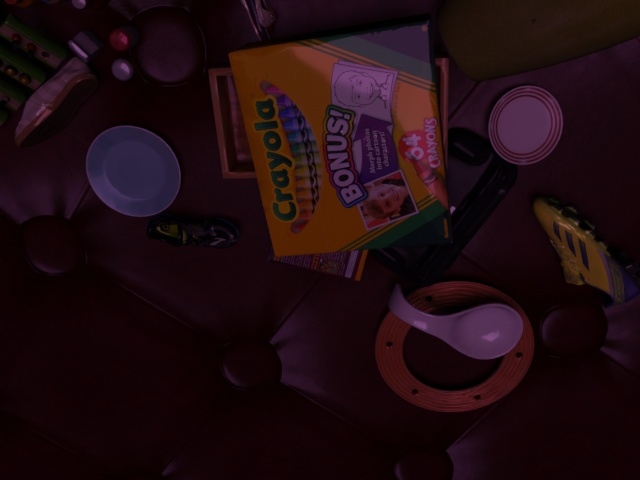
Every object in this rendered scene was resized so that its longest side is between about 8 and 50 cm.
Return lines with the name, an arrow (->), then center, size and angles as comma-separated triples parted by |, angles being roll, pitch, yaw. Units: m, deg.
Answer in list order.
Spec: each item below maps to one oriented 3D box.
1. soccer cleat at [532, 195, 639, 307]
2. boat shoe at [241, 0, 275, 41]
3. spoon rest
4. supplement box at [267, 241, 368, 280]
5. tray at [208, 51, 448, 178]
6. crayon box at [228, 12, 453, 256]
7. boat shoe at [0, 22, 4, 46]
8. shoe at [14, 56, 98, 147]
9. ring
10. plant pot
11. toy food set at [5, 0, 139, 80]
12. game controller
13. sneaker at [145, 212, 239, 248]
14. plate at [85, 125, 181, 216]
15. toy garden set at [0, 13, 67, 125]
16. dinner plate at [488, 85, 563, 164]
soccer cleat -> 0.502, 0.029, 1.256 | 0.289, 0.093, 0.121 | 38, 119, -13
boat shoe -> -0.101, -0.392, 1.122 | 0.043, 0.049, 0.137 | -22, 107, 11
spoon rest -> 0.273, 0.164, 1.302 | 0.276, 0.084, 0.137 | 16, 116, -5
supplement box -> 0.000, 0.000, 1.280 | 0.188, 0.081, 0.104 | 13, 116, -2
tray -> 0.019, -0.220, 1.161 | 0.410, 0.076, 0.203 | 1, 116, 11
crayon box -> 0.046, -0.162, 1.083 | 0.312, 0.106, 0.363 | -6, 114, 13
boat shoe -> -0.564, -0.467, 1.093 | 0.099, 0.116, 0.320 | 12, 118, -21
shoe -> -0.497, -0.253, 1.205 | 0.219, 0.076, 0.058 | -37, 83, 21
ring -> 0.285, 0.229, 1.398 | 0.336, 0.032, 0.337 | 1, 116, 2
plant pot -> 0.339, -0.378, 1.002 | 0.293, 0.275, 0.275 | -28, 111, 33
toy food set -> -0.413, -0.373, 1.118 | 0.111, 0.104, 0.232 | -41, 106, 20
game controller -> 0.231, -0.057, 1.259 | 0.166, 0.067, 0.319 | 36, 113, 3
sneaker -> -0.256, -0.010, 1.294 | 0.188, 0.078, 0.067 | 7, 116, 0
plate -> -0.363, -0.136, 1.272 | 0.188, 0.024, 0.188 | 2, 115, 4
toy garden set -> -0.599, -0.301, 1.124 | 0.244, 0.049, 0.203 | -31, 137, 30
dinner plate -> 0.370, -0.209, 1.179 | 0.141, 0.017, 0.141 | -2, 104, -6
